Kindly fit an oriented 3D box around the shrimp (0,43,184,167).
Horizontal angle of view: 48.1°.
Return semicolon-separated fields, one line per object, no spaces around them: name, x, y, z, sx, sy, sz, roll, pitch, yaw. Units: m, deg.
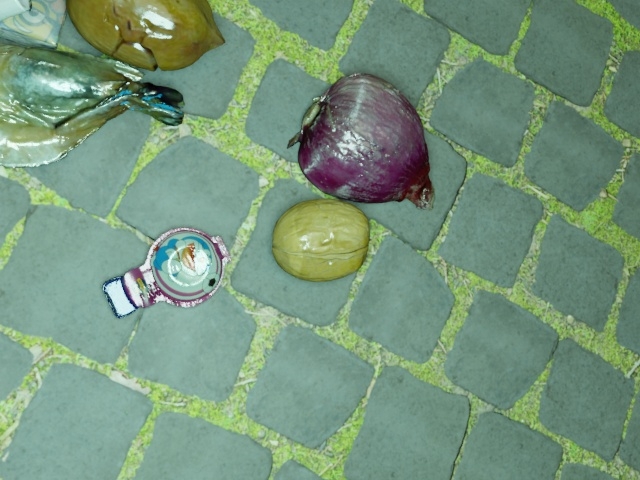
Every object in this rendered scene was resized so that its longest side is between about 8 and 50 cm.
shrimp;-0.473;-0.245;1.314;0.446;0.110;0.221;-3;91;-15

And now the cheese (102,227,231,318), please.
cheese;-0.286;0.064;1.361;0.244;0.062;0.155;-25;94;-18

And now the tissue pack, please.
tissue pack;-0.526;-0.436;1.333;0.109;0.060;0.148;16;81;-17

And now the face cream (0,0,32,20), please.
face cream;-0.635;-0.399;1.268;0.244;0.058;0.092;-14;86;7

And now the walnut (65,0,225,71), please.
walnut;-0.319;-0.414;1.319;0.298;0.203;0.203;19;79;-8

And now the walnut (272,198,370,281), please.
walnut;0.000;0.000;1.411;0.197;0.165;0.165;-7;87;-10

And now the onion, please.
onion;0.132;-0.187;1.472;0.349;0.159;0.267;29;79;-12
